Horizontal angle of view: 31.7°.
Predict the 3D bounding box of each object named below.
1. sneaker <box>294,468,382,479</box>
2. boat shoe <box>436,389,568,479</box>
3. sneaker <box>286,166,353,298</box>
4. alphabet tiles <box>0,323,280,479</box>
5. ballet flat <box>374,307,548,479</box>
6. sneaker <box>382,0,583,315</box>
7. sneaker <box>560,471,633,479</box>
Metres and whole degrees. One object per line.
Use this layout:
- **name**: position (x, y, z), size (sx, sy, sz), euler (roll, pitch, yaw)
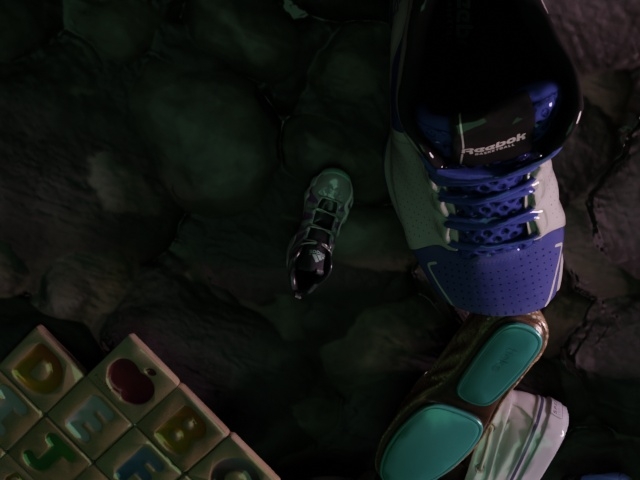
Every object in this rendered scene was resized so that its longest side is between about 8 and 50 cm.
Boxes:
- **sneaker**: position (0.012, 0.345, 1.022), size (0.146, 0.122, 0.330), euler (-6, 115, 16)
- **boat shoe**: position (0.132, 0.218, 0.965), size (0.076, 0.083, 0.226), euler (23, 108, 1)
- **sneaker**: position (0.000, 0.000, 0.833), size (0.038, 0.069, 0.098), euler (14, 120, -7)
- **alphabet tiles**: position (-0.206, 0.240, 0.965), size (0.285, 0.011, 0.342), euler (46, 113, -3)
- **ballet flat**: position (0.112, 0.118, 0.902), size (0.073, 0.067, 0.206), euler (30, 120, -14)
- **sneaker**: position (0.096, -0.065, 0.727), size (0.127, 0.182, 0.315), euler (-6, 120, 7)
- **sneaker**: position (0.241, 0.276, 1.004), size (0.078, 0.067, 0.188), euler (6, 125, 23)
